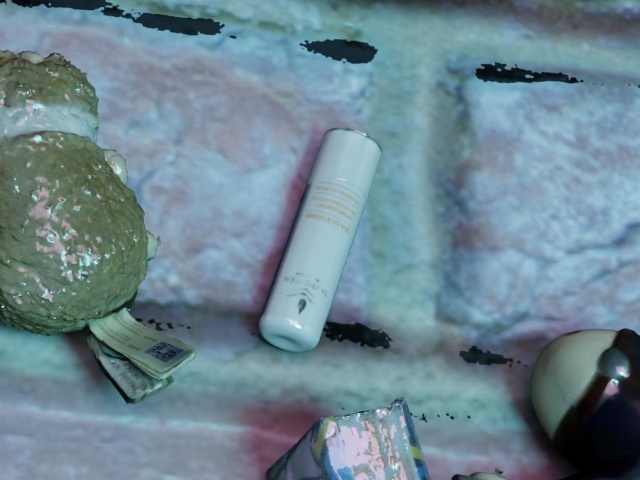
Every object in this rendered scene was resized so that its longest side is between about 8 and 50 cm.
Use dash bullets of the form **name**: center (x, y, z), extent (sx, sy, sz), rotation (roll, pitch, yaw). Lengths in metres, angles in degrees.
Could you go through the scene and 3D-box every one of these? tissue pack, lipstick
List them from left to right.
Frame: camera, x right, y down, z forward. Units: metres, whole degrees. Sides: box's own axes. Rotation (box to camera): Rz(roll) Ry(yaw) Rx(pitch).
- **lipstick**: center (0.000, 0.000, 1.168), extent (0.040, 0.040, 0.141), rotation (21, 67, -6)
- **tissue pack**: center (0.026, 0.179, 1.064), extent (0.065, 0.115, 0.155), rotation (-8, 71, -20)

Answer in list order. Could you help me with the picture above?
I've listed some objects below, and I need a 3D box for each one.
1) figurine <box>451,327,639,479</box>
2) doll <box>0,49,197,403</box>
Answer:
- **figurine**: center (0.266, 0.193, 1.084), extent (0.412, 0.241, 0.306), rotation (15, 41, 11)
- **doll**: center (-0.155, -0.005, 1.098), extent (0.115, 0.105, 0.221), rotation (-10, 76, -61)
